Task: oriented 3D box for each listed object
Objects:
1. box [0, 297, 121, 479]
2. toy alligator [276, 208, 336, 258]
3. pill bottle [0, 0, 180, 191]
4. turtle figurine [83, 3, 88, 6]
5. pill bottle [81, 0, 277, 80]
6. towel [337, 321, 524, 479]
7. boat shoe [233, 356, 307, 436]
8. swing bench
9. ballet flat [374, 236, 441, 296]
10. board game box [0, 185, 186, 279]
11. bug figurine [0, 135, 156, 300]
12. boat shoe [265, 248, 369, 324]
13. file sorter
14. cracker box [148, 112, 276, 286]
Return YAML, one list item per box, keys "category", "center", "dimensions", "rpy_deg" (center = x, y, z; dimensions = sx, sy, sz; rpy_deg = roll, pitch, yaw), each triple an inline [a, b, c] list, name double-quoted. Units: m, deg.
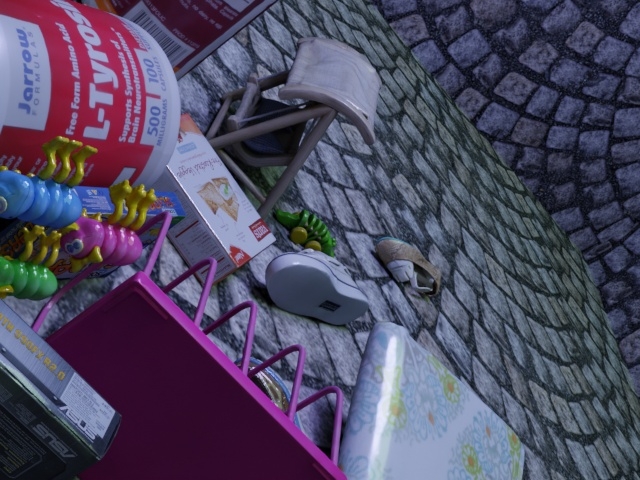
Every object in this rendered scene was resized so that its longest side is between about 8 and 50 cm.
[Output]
- category: "box"
  center: [-0.295, 0.113, 0.741]
  dimensions: [0.231, 0.183, 0.056]
  rpy_deg: [48, 24, -17]
- category: "toy alligator"
  center: [0.000, 0.000, 1.698]
  dimensions: [0.190, 0.051, 0.056]
  rpy_deg: [44, 25, -27]
- category: "pill bottle"
  center: [-0.334, -0.141, 0.957]
  dimensions: [0.229, 0.229, 0.408]
  rpy_deg: [61, 22, 12]
- category: "turtle figurine"
  center: [-0.317, -0.240, 1.274]
  dimensions: [0.269, 0.087, 0.217]
  rpy_deg: [23, -7, 31]
- category: "pill bottle"
  center: [-0.159, -0.437, 1.520]
  dimensions: [0.224, 0.392, 0.224]
  rpy_deg: [45, 24, -26]
- category: "towel"
  center: [0.156, 0.342, 1.380]
  dimensions: [0.374, 0.090, 0.320]
  rpy_deg: [44, 42, -32]
- category: "boat shoe"
  center: [-0.061, 0.229, 1.224]
  dimensions: [0.183, 0.066, 0.066]
  rpy_deg: [57, 23, 4]
- category: "swing bench"
  center: [-0.042, -0.206, 1.626]
  dimensions: [0.165, 0.255, 0.253]
  rpy_deg: [48, 23, -19]
- category: "ballet flat"
  center: [0.181, 0.059, 1.981]
  dimensions: [0.206, 0.073, 0.067]
  rpy_deg: [29, 48, -43]
- category: "board game box"
  center: [-0.252, -0.005, 1.061]
  dimensions: [0.035, 0.136, 0.201]
  rpy_deg: [61, 23, 13]
- category: "bug figurine"
  center: [-0.267, 0.006, 0.840]
  dimensions: [0.216, 0.279, 0.072]
  rpy_deg: [13, 60, -55]
- category: "boat shoe"
  center: [-0.011, 0.057, 1.541]
  dimensions: [0.267, 0.096, 0.088]
  rpy_deg: [24, 33, -55]
- category: "file sorter"
  center: [-0.137, 0.146, 1.001]
  dimensions: [0.290, 0.202, 0.182]
  rpy_deg: [48, 21, -19]
- category: "cracker box"
  center: [-0.174, -0.060, 1.396]
  dimensions: [0.232, 0.067, 0.156]
  rpy_deg: [56, 22, -3]
